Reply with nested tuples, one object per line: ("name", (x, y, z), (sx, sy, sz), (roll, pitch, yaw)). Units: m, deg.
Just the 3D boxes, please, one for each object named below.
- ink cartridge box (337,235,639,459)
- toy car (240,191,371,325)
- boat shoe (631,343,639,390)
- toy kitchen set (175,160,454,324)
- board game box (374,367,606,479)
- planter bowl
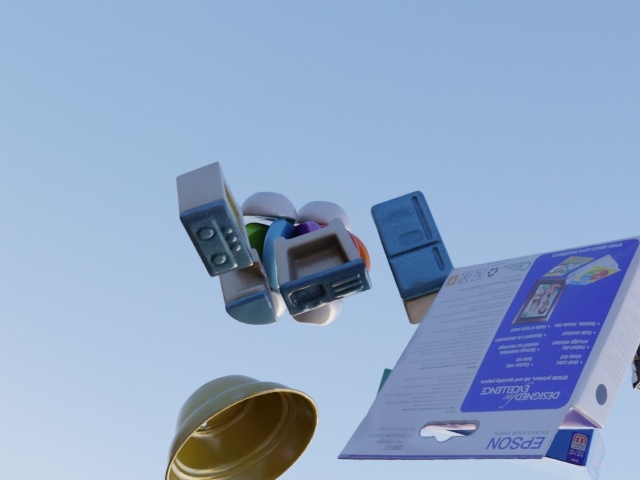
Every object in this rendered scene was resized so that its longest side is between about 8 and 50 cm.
("ink cartridge box", (0.136, 0.093, 0.838), (0.206, 0.208, 0.045), (-13, -56, 50))
("toy car", (-0.021, 0.023, 1.394), (0.182, 0.159, 0.136), (9, -8, -31))
("boat shoe", (0.299, 0.085, 0.994), (0.065, 0.083, 0.183), (6, -21, 39))
("toy kitchen set", (0.000, 0.000, 0.985), (0.166, 0.207, 0.122), (69, 3, -46))
("board game box", (0.174, 0.190, 1.128), (0.210, 0.047, 0.160), (12, -15, 20))
("planter bowl", (-0.118, 0.239, 1.444), (0.090, 0.217, 0.217), (51, -22, 37))
